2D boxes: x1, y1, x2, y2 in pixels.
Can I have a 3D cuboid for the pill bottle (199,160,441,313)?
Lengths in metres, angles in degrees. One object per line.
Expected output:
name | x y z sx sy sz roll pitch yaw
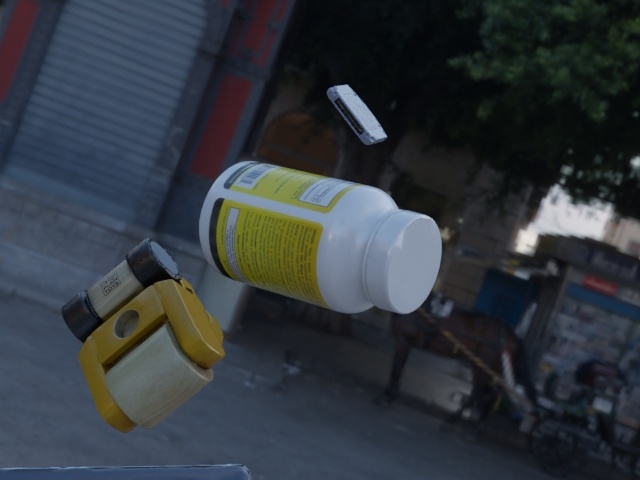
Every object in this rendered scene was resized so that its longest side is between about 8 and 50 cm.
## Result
pill bottle | 0.000 0.000 1.586 0.333 0.188 0.188 15 -2 36

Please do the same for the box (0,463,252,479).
box | -0.122 0.323 0.565 0.182 0.294 0.296 4 33 -18

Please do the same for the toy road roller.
toy road roller | -0.259 0.177 1.807 0.240 0.202 0.329 44 10 -45

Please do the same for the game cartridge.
game cartridge | 0.045 -0.151 1.305 0.083 0.017 0.056 54 29 7
